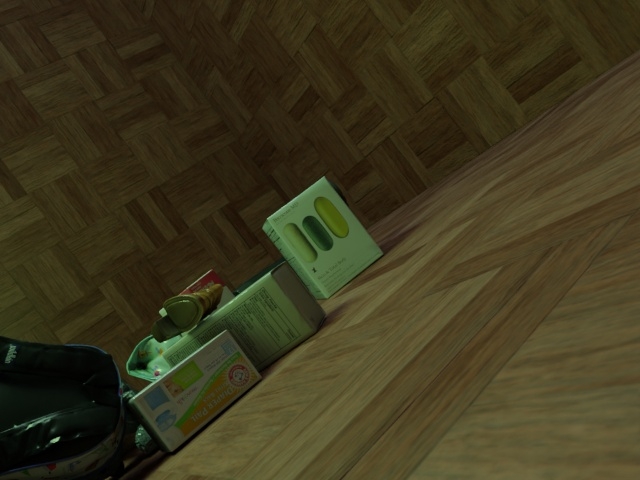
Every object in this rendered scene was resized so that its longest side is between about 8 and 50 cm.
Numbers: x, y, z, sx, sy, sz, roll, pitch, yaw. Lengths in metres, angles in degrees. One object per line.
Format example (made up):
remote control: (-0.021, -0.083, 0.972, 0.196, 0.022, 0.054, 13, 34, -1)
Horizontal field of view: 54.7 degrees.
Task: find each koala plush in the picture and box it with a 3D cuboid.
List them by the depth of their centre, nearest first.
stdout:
koala plush: (-0.443, 0.397, 1.247, 0.221, 0.203, 0.196, -52, 9, -17)

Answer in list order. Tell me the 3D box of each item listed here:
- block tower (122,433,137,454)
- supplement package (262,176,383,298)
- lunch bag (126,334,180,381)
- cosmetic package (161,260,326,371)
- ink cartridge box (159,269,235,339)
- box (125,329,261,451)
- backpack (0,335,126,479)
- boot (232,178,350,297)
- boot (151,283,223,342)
block tower: (-0.518, 0.387, 1.420, 0.097, 0.091, 0.335, -38, -36, -30)
supplement package: (0.000, 0.000, 1.708, 0.199, 0.262, 0.198, -38, 1, -10)
lunch bag: (-0.386, 0.318, 1.741, 0.262, 0.160, 0.223, -26, -11, 6)
cosmetic package: (-0.154, 0.192, 1.270, 0.296, 0.153, 0.129, -35, 2, 15)
ink cartridge box: (-0.263, 0.217, 1.543, 0.172, 0.237, 0.100, -36, 4, 44)
box: (-0.224, 0.267, 1.105, 0.203, 0.114, 0.103, -37, -1, -29)
backpack: (-0.469, 0.306, 1.060, 0.264, 0.276, 0.213, -7, -34, -10)
boot: (-0.101, 0.060, 1.885, 0.146, 0.367, 0.445, 26, 46, 38)
boot: (-0.250, 0.129, 1.262, 0.152, 0.073, 0.197, -32, 0, -45)
